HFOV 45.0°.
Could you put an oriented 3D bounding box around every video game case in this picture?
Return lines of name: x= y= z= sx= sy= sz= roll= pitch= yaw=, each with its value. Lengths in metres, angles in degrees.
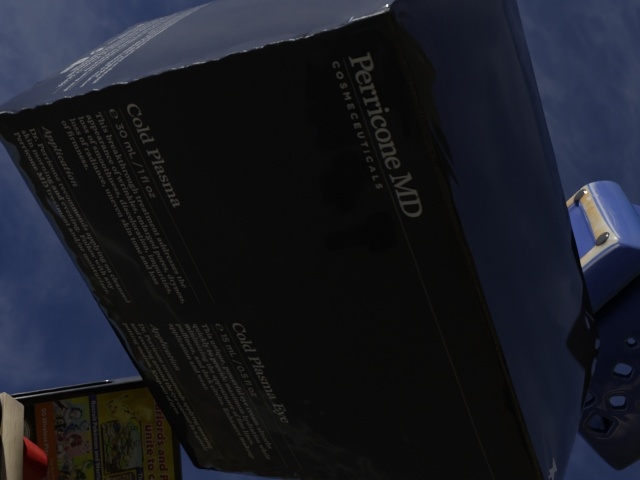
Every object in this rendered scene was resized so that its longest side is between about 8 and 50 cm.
video game case: x=-0.262 y=0.288 z=0.784 sx=0.248 sy=0.035 sz=0.275 roll=-4 pitch=-89 yaw=-27

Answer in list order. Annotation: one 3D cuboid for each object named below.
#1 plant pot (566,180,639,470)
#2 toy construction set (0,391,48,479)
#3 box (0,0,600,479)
plant pot: x=0.341 y=0.078 z=0.904 sx=0.212 sy=0.236 sz=0.236 roll=37 pitch=-65 yaw=-9
toy construction set: x=-0.180 y=0.143 z=0.222 sx=0.257 sy=0.237 sz=0.309 roll=-21 pitch=-59 yaw=-28
box: x=0.000 y=0.000 z=0.559 sx=0.312 sy=0.179 sz=0.343 roll=-3 pitch=-58 yaw=34
